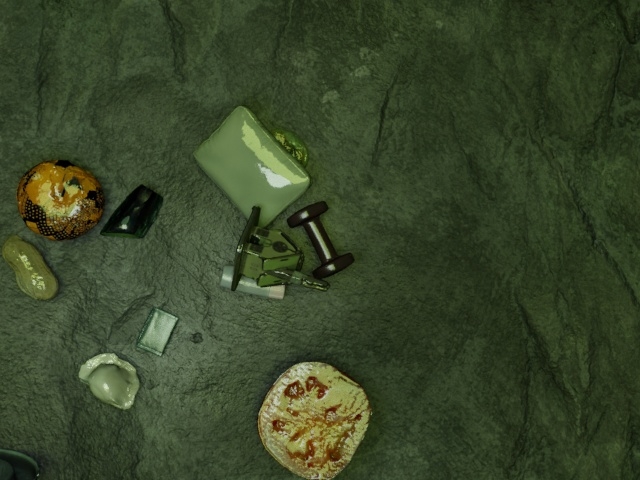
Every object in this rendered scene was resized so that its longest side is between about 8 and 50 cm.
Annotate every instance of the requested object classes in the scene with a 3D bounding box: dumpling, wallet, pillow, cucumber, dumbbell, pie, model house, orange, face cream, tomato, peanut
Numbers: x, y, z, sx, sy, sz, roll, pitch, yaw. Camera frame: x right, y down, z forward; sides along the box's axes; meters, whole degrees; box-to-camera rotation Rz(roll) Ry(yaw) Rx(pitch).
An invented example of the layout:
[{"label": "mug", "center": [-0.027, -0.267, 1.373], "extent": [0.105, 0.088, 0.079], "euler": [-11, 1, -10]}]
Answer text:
[{"label": "dumpling", "center": [-0.599, 0.403, 1.667], "extent": [0.188, 0.108, 0.127], "euler": [36, 54, 10]}, {"label": "wallet", "center": [-0.489, 0.273, 1.730], "extent": [0.088, 0.026, 0.129], "euler": [24, 82, -2]}, {"label": "pillow", "center": [-0.208, -0.215, 1.746], "extent": [0.255, 0.120, 0.322], "euler": [-41, 91, 21]}, {"label": "cucumber", "center": [-0.560, -0.075, 1.730], "extent": [0.115, 0.086, 0.193], "euler": [32, 74, -3]}, {"label": "dumbbell", "center": [0.000, 0.000, 1.778], "extent": [0.140, 0.124, 0.225], "euler": [-25, 88, -27]}, {"label": "pie", "center": [-0.131, -0.266, 1.830], "extent": [0.187, 0.041, 0.186], "euler": [1, 85, -8]}, {"label": "model house", "center": [-0.098, 0.057, 1.680], "extent": [0.279, 0.204, 0.218], "euler": [16, 44, -1]}, {"label": "orange", "center": [-0.740, -0.112, 1.650], "extent": [0.235, 0.182, 0.234], "euler": [2, 85, -20]}, {"label": "face cream", "center": [-0.205, 0.125, 1.774], "extent": [0.199, 0.057, 0.084], "euler": [13, 71, -9]}, {"label": "tomato", "center": [-0.023, 0.518, 1.722], "extent": [0.339, 0.143, 0.338], "euler": [1, 83, -4]}, {"label": "peanut", "center": [-0.838, 0.081, 1.664], "extent": [0.099, 0.090, 0.214], "euler": [-32, 89, 19]}]

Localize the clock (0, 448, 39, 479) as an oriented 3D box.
[{"label": "clock", "center": [-0.920, 0.625, 1.453], "extent": [0.387, 0.386, 0.076], "euler": [5, 90, -8]}]
